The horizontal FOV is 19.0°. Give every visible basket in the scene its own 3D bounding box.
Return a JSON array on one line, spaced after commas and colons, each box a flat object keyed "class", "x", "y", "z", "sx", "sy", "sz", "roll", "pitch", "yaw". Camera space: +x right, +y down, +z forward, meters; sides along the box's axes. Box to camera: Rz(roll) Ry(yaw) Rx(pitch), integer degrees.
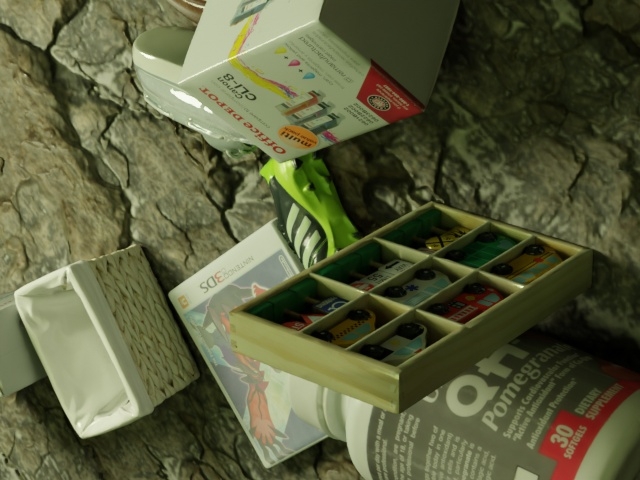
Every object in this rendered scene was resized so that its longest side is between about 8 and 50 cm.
[{"class": "basket", "x": -0.211, "y": 0.097, "z": 1.913, "sx": 0.113, "sy": 0.103, "sz": 0.167, "roll": -24, "pitch": 93, "yaw": 45}]

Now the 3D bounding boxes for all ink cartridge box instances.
[{"class": "ink cartridge box", "x": -0.003, "y": -0.163, "z": 1.557, "sx": 0.128, "sy": 0.127, "sz": 0.176, "roll": 37, "pitch": 144, "yaw": -30}, {"class": "ink cartridge box", "x": -0.351, "y": 0.113, "z": 2.012, "sx": 0.208, "sy": 0.153, "sz": 0.086, "roll": -15, "pitch": 99, "yaw": 46}]

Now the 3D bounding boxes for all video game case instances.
[{"class": "video game case", "x": -0.044, "y": 0.101, "z": 1.820, "sx": 0.183, "sy": 0.023, "sz": 0.201, "roll": -34, "pitch": 85, "yaw": 45}]

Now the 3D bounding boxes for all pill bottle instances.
[{"class": "pill bottle", "x": 0.134, "y": 0.150, "z": 1.572, "sx": 0.319, "sy": 0.176, "sz": 0.176, "roll": 23, "pitch": 122, "yaw": 33}]

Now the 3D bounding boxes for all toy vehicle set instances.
[{"class": "toy vehicle set", "x": 0.076, "y": 0.046, "z": 1.514, "sx": 0.166, "sy": 0.267, "sz": 0.035, "roll": 17, "pitch": 121, "yaw": 35}]

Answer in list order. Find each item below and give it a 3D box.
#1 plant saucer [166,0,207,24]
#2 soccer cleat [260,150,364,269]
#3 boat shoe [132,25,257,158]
[{"class": "plant saucer", "x": -0.090, "y": -0.316, "z": 1.658, "sx": 0.311, "sy": 0.050, "sz": 0.310, "roll": 20, "pitch": 122, "yaw": 36}, {"class": "soccer cleat", "x": 0.000, "y": 0.000, "z": 1.716, "sx": 0.072, "sy": 0.060, "sz": 0.178, "roll": -29, "pitch": 82, "yaw": 55}, {"class": "boat shoe", "x": -0.078, "y": -0.121, "z": 1.723, "sx": 0.227, "sy": 0.079, "sz": 0.081, "roll": 29, "pitch": 138, "yaw": 33}]
